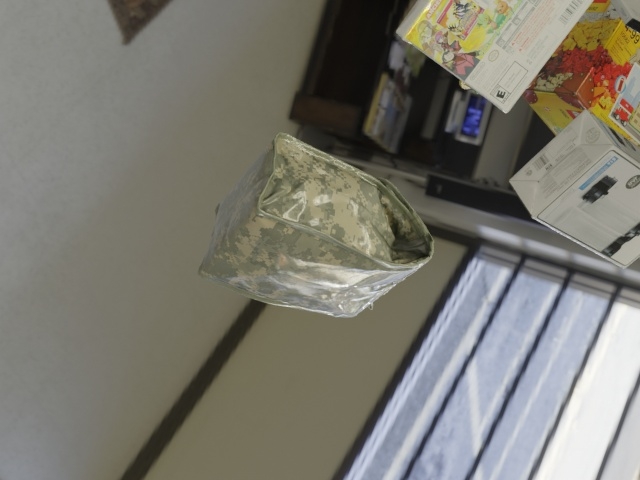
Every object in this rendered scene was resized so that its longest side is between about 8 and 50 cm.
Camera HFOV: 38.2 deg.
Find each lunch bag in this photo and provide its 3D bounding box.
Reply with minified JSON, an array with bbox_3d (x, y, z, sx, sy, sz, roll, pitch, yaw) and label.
[{"bbox_3d":[0.000,0.000,1.392,0.235,0.287,0.168,-43,-152,51],"label":"lunch bag"}]

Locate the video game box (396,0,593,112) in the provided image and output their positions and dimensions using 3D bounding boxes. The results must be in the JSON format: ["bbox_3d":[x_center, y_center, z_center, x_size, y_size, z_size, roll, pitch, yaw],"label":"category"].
[{"bbox_3d":[0.231,-0.299,1.200,0.187,0.048,0.205,31,104,-24],"label":"video game box"}]

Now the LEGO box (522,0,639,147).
[{"bbox_3d":[0.755,-0.360,2.236,0.500,0.193,0.372,38,81,-35],"label":"LEGO box"}]

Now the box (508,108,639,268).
[{"bbox_3d":[0.459,-0.074,1.479,0.290,0.087,0.169,23,122,-41],"label":"box"}]

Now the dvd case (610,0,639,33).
[{"bbox_3d":[0.624,-0.490,1.856,0.180,0.253,0.022,14,136,-35],"label":"dvd case"}]

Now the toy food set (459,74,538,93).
[{"bbox_3d":[0.357,-0.317,1.701,0.218,0.071,0.128,-26,161,-32],"label":"toy food set"}]
